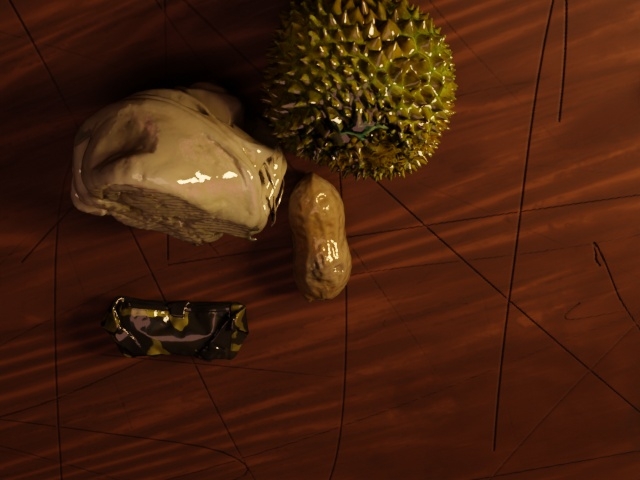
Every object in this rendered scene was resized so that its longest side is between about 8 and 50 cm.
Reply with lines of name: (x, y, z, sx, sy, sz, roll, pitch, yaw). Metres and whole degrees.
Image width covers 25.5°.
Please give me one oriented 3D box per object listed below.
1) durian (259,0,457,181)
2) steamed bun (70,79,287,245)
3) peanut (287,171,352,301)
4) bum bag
durian: (0.055, -0.198, 1.854, 0.291, 0.224, 0.291, 1, 124, 1)
steamed bun: (-0.192, -0.124, 1.944, 0.280, 0.207, 0.268, 16, 164, -23)
peanut: (0.000, 0.000, 2.071, 0.099, 0.099, 0.214, 0, 116, 8)
bum bag: (-0.227, 0.138, 2.200, 0.232, 0.060, 0.107, 2, 113, 4)
